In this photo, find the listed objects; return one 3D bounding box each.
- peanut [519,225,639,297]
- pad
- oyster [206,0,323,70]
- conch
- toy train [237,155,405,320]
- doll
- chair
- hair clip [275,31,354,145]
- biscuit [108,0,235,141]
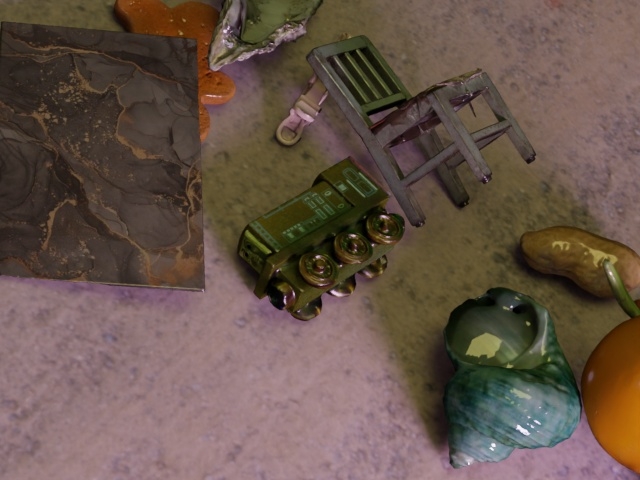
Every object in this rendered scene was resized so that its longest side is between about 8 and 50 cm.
[{"bbox_3d":[0.342,0.028,2.036,0.174,0.080,0.080,17,51,-11],"label":"peanut"},{"bbox_3d":[-0.260,-0.106,1.837,0.247,0.007,0.368,4,58,-12],"label":"pad"},{"bbox_3d":[-0.067,-0.307,2.044,0.199,0.087,0.252,19,45,-37],"label":"oyster"},{"bbox_3d":[0.214,0.177,1.831,0.196,0.134,0.202,23,46,31],"label":"conch"},{"bbox_3d":[0.000,0.000,1.878,0.137,0.090,0.225,45,49,18],"label":"toy train"},{"bbox_3d":[0.404,0.152,1.833,0.213,0.213,0.236,6,54,-23],"label":"doll"},{"bbox_3d":[0.130,-0.172,1.982,0.136,0.147,0.270,-22,79,-51],"label":"chair"},{"bbox_3d":[-0.003,-0.201,2.046,0.034,0.072,0.226,35,40,-6],"label":"hair clip"},{"bbox_3d":[-0.190,-0.210,1.964,0.165,0.036,0.250,7,51,-21],"label":"biscuit"}]
